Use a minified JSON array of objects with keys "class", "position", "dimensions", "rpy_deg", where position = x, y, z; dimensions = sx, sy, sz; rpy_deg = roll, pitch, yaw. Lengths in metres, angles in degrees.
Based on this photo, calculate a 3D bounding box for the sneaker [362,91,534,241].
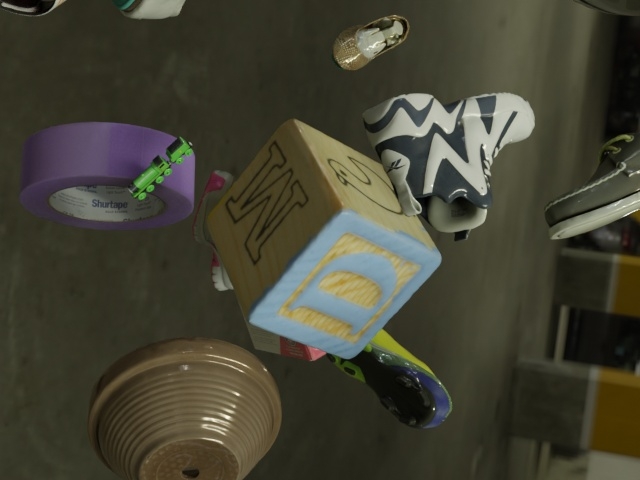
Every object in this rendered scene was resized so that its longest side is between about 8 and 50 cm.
[{"class":"sneaker","position":[0.156,-0.075,1.231],"dimensions":[0.235,0.094,0.153],"rpy_deg":[-3,78,-47]}]

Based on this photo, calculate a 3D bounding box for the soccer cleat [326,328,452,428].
[{"class":"soccer cleat","position":[0.095,0.189,1.819],"dimensions":[0.093,0.289,0.121],"rpy_deg":[-53,152,17]}]

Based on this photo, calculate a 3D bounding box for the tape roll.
[{"class":"tape roll","position":[-0.339,-0.097,1.826],"dimensions":[0.275,0.274,0.090],"rpy_deg":[52,36,-69]}]

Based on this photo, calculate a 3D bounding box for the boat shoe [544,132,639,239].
[{"class":"boat shoe","position":[0.394,-0.091,1.397],"dimensions":[0.091,0.305,0.109],"rpy_deg":[65,-15,6]}]

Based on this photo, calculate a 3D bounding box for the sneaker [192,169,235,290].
[{"class":"sneaker","position":[-0.110,-0.011,1.666],"dimensions":[0.252,0.111,0.103],"rpy_deg":[74,28,-56]}]

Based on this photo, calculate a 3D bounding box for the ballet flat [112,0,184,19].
[{"class":"ballet flat","position":[-0.172,-0.469,1.731],"dimensions":[0.400,0.139,0.139],"rpy_deg":[-37,-159,41]}]

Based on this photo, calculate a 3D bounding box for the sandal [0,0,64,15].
[{"class":"sandal","position":[-0.396,-0.332,1.509],"dimensions":[0.265,0.101,0.076],"rpy_deg":[-38,120,-68]}]

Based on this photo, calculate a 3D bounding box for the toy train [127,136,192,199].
[{"class":"toy train","position":[-0.166,-0.074,1.172],"dimensions":[0.083,0.017,0.023],"rpy_deg":[-42,151,5]}]

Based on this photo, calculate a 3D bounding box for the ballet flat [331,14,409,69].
[{"class":"ballet flat","position":[0.091,-0.349,1.971],"dimensions":[0.206,0.067,0.073],"rpy_deg":[-42,108,-50]}]

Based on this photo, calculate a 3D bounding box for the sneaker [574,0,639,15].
[{"class":"sneaker","position":[0.397,-0.395,1.485],"dimensions":[0.447,0.257,0.169],"rpy_deg":[30,99,-43]}]

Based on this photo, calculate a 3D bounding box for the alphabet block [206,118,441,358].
[{"class":"alphabet block","position":[0.000,0.000,1.440],"dimensions":[0.192,0.193,0.197],"rpy_deg":[26,25,-40]}]

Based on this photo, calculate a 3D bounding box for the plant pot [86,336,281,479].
[{"class":"plant pot","position":[-0.158,0.238,1.366],"dimensions":[0.110,0.237,0.237],"rpy_deg":[-107,-170,-52]}]

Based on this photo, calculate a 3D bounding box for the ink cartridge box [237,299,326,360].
[{"class":"ink cartridge box","position":[-0.074,0.067,2.146],"dimensions":[0.117,0.207,0.283],"rpy_deg":[-27,107,-30]}]
